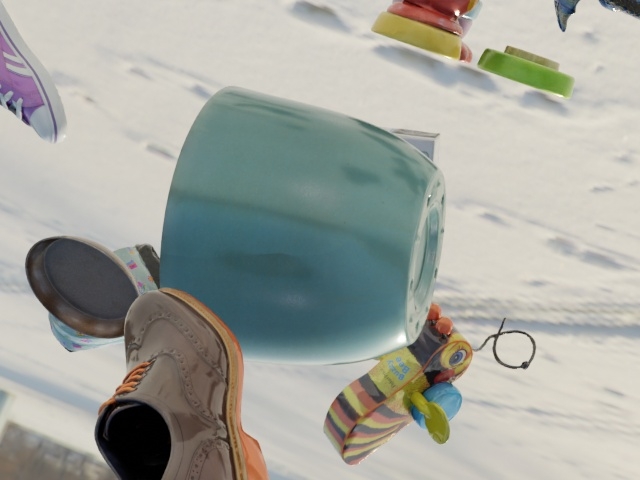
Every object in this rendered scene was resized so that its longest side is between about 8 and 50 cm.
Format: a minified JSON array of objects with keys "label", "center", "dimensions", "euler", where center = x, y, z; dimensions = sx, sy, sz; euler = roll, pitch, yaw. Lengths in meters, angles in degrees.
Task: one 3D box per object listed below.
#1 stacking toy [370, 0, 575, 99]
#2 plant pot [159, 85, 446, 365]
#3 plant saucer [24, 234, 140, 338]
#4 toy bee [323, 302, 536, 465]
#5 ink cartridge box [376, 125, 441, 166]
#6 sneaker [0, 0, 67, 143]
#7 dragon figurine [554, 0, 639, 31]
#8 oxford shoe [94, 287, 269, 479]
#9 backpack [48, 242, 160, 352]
[{"label":"stacking toy","center":[0.220,-0.302,1.499],"dimensions":[0.279,0.130,0.309],"euler":[19,-168,-1]},{"label":"plant pot","center":[0.000,0.000,1.147],"dimensions":[0.235,0.293,0.293],"euler":[10,163,15]},{"label":"plant saucer","center":[-0.302,0.055,1.421],"dimensions":[0.168,0.029,0.168],"euler":[14,132,15]},{"label":"toy bee","center":[0.124,0.154,1.412],"dimensions":[0.195,0.298,0.162],"euler":[25,151,33]},{"label":"ink cartridge box","center":[0.105,-0.023,1.832],"dimensions":[0.165,0.333,0.065],"euler":[9,-162,16]},{"label":"sneaker","center":[-0.514,-0.243,1.691],"dimensions":[0.282,0.161,0.102],"euler":[54,151,13]},{"label":"dragon figurine","center":[0.265,-0.258,1.065],"dimensions":[0.144,0.289,0.085],"euler":[-1,129,15]},{"label":"oxford shoe","center":[-0.116,0.116,0.817],"dimensions":[0.098,0.097,0.271],"euler":[27,-161,-34]},{"label":"backpack","center":[-0.309,0.084,1.600],"dimensions":[0.152,0.182,0.115],"euler":[57,150,23]}]
